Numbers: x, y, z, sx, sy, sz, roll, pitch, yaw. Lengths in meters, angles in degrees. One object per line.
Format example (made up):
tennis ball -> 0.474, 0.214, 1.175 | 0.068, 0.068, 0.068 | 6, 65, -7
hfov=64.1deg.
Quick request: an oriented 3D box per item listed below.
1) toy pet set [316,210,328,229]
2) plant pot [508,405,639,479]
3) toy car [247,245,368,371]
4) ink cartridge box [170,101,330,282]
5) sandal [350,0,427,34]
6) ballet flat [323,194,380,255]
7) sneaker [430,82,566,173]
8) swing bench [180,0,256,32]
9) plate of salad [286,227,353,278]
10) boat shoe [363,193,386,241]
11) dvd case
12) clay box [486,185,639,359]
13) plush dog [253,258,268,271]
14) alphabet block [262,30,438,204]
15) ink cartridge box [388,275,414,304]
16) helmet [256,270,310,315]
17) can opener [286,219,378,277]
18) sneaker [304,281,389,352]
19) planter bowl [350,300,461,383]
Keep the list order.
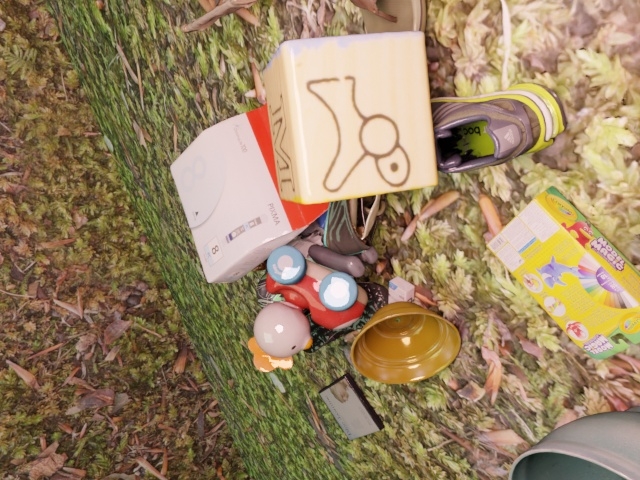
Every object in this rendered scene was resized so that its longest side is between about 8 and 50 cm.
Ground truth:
toy pet set -> 0.037, -0.044, 1.104 | 0.114, 0.065, 0.122 | 27, 136, 45
plant pot -> 0.435, 0.347, 0.681 | 0.293, 0.196, 0.293 | 37, 142, 35
toy car -> -0.042, 0.161, 1.018 | 0.210, 0.238, 0.219 | 26, 173, 11
ink cartridge box -> -0.145, -0.130, 1.069 | 0.385, 0.091, 0.308 | -37, 66, 34
sandal -> 0.060, -0.401, 0.742 | 0.120, 0.086, 0.303 | -6, 110, 59
ballet flat -> 0.061, -0.109, 0.887 | 0.096, 0.095, 0.281 | 8, 110, 27
sneaker -> 0.180, -0.149, 0.733 | 0.300, 0.121, 0.111 | -1, 113, 58
swing bench -> -0.194, -0.550, 0.947 | 0.253, 0.165, 0.255 | 13, 130, 53
plate of salad -> -0.011, 0.050, 1.222 | 0.199, 0.048, 0.200 | 7, 111, 17
boat shoe -> 0.089, -0.069, 0.986 | 0.073, 0.080, 0.224 | 42, 141, 42
dvd case -> 0.085, 0.505, 1.540 | 0.180, 0.022, 0.253 | 54, 150, 12
clay box -> 0.349, 0.048, 0.706 | 0.222, 0.053, 0.127 | 51, 149, 16
plush dog -> -0.155, -0.047, 1.330 | 0.225, 0.210, 0.263 | 103, 163, -68
alphabet block -> 0.034, -0.162, 0.715 | 0.193, 0.192, 0.197 | -150, 53, -76
ink cartridge box -> 0.170, 0.122, 1.075 | 0.048, 0.028, 0.083 | 34, 141, 40
helmet -> -0.084, 0.134, 1.346 | 0.169, 0.161, 0.169 | 38, 143, 36
can opener -> 0.000, 0.000, 1.040 | 0.095, 0.076, 0.283 | 54, 161, -25
sneaker -> 0.067, 0.168, 1.219 | 0.283, 0.124, 0.107 | -34, 75, 36
planter bowl -> 0.164, 0.189, 1.032 | 0.090, 0.217, 0.217 | -96, 3, -52
